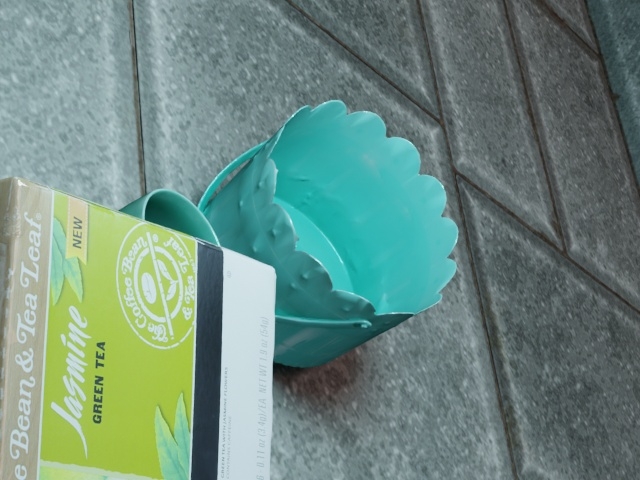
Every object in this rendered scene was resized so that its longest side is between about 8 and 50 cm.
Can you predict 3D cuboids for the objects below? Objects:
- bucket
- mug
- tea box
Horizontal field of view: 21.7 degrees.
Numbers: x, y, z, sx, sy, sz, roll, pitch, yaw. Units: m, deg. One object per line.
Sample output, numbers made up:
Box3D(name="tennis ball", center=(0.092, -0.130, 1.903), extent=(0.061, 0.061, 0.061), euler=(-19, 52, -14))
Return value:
Box3D(name="bucket", center=(0.000, 0.000, 1.899), extent=(0.281, 0.183, 0.281), euler=(25, 46, -29))
Box3D(name="mug", center=(-0.181, 0.025, 1.710), extent=(0.158, 0.097, 0.129), euler=(-8, 72, -61))
Box3D(name="tea box", center=(-0.213, 0.157, 1.303), extent=(0.323, 0.220, 0.329), euler=(19, 66, -53))
